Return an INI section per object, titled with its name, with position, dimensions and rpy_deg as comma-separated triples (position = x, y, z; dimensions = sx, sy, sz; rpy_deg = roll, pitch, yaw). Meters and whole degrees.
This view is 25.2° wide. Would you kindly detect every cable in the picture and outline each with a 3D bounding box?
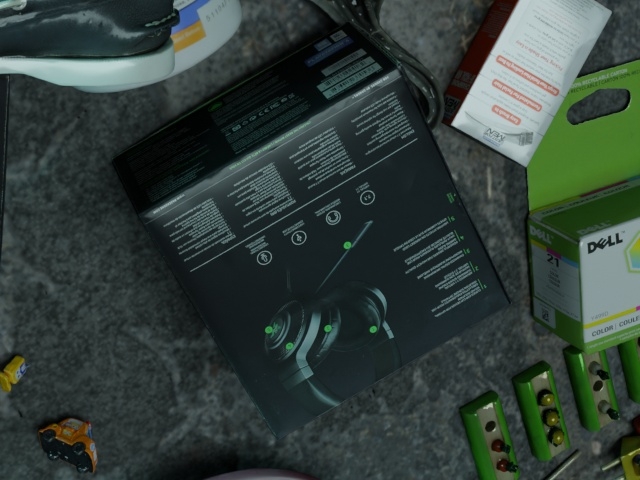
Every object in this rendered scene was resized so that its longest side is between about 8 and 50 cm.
[cable]
position = 0.035, -0.198, 1.246
dimensions = 0.140, 0.072, 0.287
rpy_deg = -23, 119, -13

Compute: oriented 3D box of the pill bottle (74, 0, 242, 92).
[pill bottle]
position = -0.172, -0.260, 1.065
dimensions = 0.152, 0.152, 0.272
rpy_deg = -29, 120, -16

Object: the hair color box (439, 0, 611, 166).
[hair color box]
position = 0.189, -0.165, 1.345
dimensions = 0.093, 0.053, 0.167
rpy_deg = 27, 94, -22

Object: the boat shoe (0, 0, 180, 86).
[boat shoe]
position = -0.244, -0.155, 0.957
dimensions = 0.303, 0.114, 0.091
rpy_deg = -7, 116, -25

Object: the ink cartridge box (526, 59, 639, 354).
[ink cartridge box]
position = 0.308, -0.039, 1.439
dimensions = 0.189, 0.097, 0.255
rpy_deg = -18, 117, -21

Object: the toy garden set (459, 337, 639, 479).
[toy garden set]
position = 0.287, 0.214, 1.553
dimensions = 0.244, 0.049, 0.203
rpy_deg = -27, 119, -17

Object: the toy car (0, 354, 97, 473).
[toy car]
position = -0.229, 0.149, 1.251
dimensions = 0.040, 0.060, 0.122
rpy_deg = -55, 138, -39

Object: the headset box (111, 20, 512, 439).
[headset box]
position = 0.000, 0.000, 1.245
dimensions = 0.246, 0.131, 0.283
rpy_deg = -31, 120, -2

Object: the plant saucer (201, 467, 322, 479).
[plant saucer]
position = -0.095, 0.363, 1.386
dimensions = 0.332, 0.084, 0.332
rpy_deg = -10, 113, -24

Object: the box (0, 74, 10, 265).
[box]
position = -0.373, -0.078, 0.988
dimensions = 0.308, 0.076, 0.242
rpy_deg = 16, 56, -31
